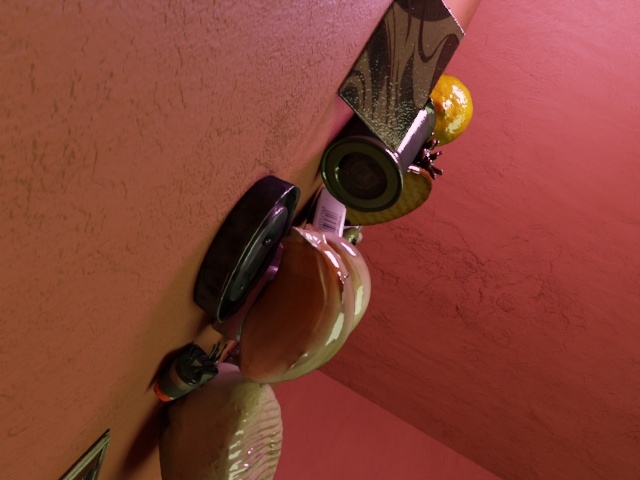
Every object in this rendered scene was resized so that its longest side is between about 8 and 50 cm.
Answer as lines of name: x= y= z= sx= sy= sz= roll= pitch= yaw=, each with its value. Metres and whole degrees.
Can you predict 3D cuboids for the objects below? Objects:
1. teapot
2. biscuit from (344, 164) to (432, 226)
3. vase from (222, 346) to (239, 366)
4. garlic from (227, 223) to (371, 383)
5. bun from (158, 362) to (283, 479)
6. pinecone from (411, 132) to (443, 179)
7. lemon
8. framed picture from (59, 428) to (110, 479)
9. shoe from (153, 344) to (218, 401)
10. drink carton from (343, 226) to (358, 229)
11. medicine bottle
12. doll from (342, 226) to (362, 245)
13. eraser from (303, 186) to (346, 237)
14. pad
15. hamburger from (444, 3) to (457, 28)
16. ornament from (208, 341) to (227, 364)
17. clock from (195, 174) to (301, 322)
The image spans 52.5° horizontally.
teapot: x=0.139 y=-0.232 z=1.598 sx=0.270 sy=0.200 sz=0.337 roll=-30 pitch=-161 yaw=44
biscuit: x=0.161 y=-0.126 z=1.835 sx=0.318 sy=0.318 sz=0.040 roll=105 pitch=-25 yaw=-64
vase: x=-0.141 y=0.271 z=1.764 sx=0.299 sy=0.143 sz=0.143 roll=-51 pitch=168 yaw=-43
garlic: x=-0.027 y=0.129 z=1.266 sx=0.286 sy=0.249 sz=0.313 roll=-114 pitch=-140 yaw=-79
bun: x=-0.215 y=0.445 z=1.347 sx=0.326 sy=0.234 sz=0.362 roll=-59 pitch=151 yaw=-66
pinecone: x=0.240 y=-0.249 z=1.929 sx=0.264 sy=0.264 sz=0.264 roll=-59 pitch=173 yaw=-12
lemon: x=0.385 y=-0.442 z=2.195 sx=0.253 sy=0.253 sz=0.310 roll=-62 pitch=179 yaw=13
framed picture: x=-0.414 y=0.447 z=1.002 sx=0.273 sy=0.016 sz=0.216 roll=-65 pitch=172 yaw=31
shoe: x=-0.251 y=0.247 z=1.198 sx=0.077 sy=0.074 sz=0.194 roll=-39 pitch=175 yaw=2
drink carton: x=0.092 y=-0.060 z=2.219 sx=0.134 sy=0.102 sz=0.222 roll=-61 pitch=173 yaw=-10
medicine bottle: x=-0.134 y=0.100 z=1.334 sx=0.219 sy=0.078 sz=0.115 roll=-60 pitch=160 yaw=0
doll: x=0.049 y=0.034 z=1.974 sx=0.278 sy=0.149 sz=0.175 roll=-21 pitch=133 yaw=-63
eraser: x=0.000 y=0.000 z=1.584 sx=0.279 sy=0.081 sz=0.124 roll=-79 pitch=-168 yaw=-50
pad: x=0.179 y=-0.375 z=1.362 sx=0.220 sy=0.004 sz=0.330 roll=38 pitch=79 yaw=-40
hamburger: x=0.230 y=-0.463 z=1.494 sx=0.206 sy=0.130 sz=0.183 roll=-59 pitch=171 yaw=6
ornament: x=-0.254 y=0.289 z=1.463 sx=0.125 sy=0.028 sz=0.073 roll=-63 pitch=173 yaw=1
clock: x=-0.127 y=0.014 z=1.146 sx=0.280 sy=0.055 sz=0.280 roll=-59 pitch=173 yaw=-11
